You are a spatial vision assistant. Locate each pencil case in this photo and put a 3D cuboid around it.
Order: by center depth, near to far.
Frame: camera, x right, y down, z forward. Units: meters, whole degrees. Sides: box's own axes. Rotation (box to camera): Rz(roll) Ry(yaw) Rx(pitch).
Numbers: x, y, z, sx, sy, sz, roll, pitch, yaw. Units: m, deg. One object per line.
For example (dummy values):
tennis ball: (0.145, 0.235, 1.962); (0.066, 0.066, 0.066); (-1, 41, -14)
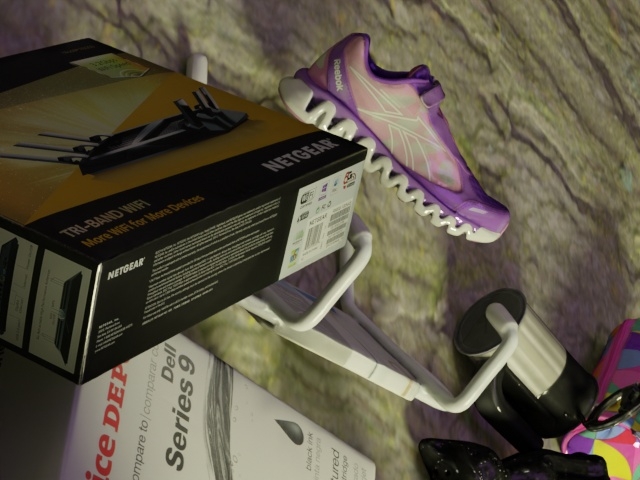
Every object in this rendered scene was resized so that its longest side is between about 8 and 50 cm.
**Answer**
pencil case: (0.326, 0.168, 1.702); (0.104, 0.104, 0.236); (59, 32, -12)

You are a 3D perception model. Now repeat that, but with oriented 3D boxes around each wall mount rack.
wall mount rack: (0.000, 0.000, 1.322); (0.350, 0.130, 0.304); (31, 9, -44)

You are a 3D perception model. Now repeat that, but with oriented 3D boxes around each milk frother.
milk frother: (0.222, 0.120, 1.531); (0.135, 0.143, 0.129); (47, 29, -28)

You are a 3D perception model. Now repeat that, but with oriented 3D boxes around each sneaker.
sneaker: (0.081, -0.095, 1.408); (0.236, 0.104, 0.095); (39, 8, -5)

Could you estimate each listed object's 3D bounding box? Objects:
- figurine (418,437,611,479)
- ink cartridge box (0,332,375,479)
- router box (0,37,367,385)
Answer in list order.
figurine: (0.187, 0.277, 1.430); (0.209, 0.092, 0.215); (17, 43, -40)
ink cartridge box: (-0.101, 0.190, 1.052); (0.289, 0.121, 0.211); (37, 43, -37)
router box: (-0.149, -0.035, 1.022); (0.309, 0.243, 0.081); (-28, 136, -58)
